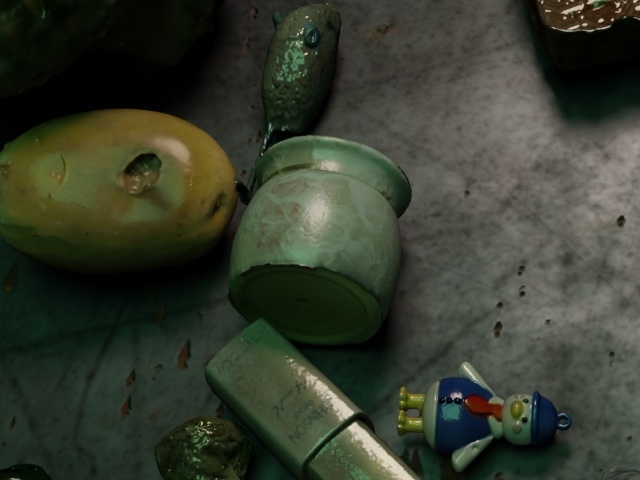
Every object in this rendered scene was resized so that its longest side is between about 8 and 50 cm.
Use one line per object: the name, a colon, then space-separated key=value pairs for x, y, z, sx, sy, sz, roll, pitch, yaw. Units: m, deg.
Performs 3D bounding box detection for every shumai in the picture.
shumai: x=-0.093 y=0.197 z=1.196 sx=0.083 sy=0.082 sz=0.080 roll=3 pitch=34 yaw=-16
shumai: x=-0.238 y=-0.314 z=1.406 sx=0.324 sy=0.323 sz=0.398 roll=-9 pitch=79 yaw=38

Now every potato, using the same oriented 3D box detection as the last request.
potato: x=-0.192 y=-0.047 z=1.347 sx=0.233 sy=0.146 sz=0.150 roll=2 pitch=101 yaw=0

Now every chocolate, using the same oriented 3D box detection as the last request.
chocolate: x=0.266 y=-0.254 z=1.384 sx=0.148 sy=0.093 sz=0.214 roll=-15 pitch=55 yaw=7

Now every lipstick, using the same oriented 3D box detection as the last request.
lipstick: x=0.013 y=0.172 z=1.187 sx=0.079 sy=0.077 sz=0.253 roll=-42 pitch=57 yaw=-13

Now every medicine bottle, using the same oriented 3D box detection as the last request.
medicine bottle: x=0.000 y=0.000 z=1.259 sx=0.147 sy=0.147 sz=0.143 roll=2 pitch=55 yaw=16

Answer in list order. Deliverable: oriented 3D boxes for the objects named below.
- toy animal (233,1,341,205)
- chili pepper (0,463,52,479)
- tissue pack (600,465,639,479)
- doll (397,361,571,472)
toy animal: x=-0.039 y=-0.129 z=1.393 sx=0.070 sy=0.079 sz=0.253 roll=-2 pitch=54 yaw=39
chili pepper: x=-0.228 y=0.306 z=1.119 sx=0.165 sy=0.174 sz=0.261 roll=-15 pitch=58 yaw=-24
tissue pack: x=0.330 y=0.268 z=0.945 sx=0.361 sy=0.259 sz=0.122 roll=11 pitch=104 yaw=21
doll: x=0.135 y=0.146 z=1.189 sx=0.142 sy=0.058 sz=0.099 roll=3 pitch=58 yaw=10
